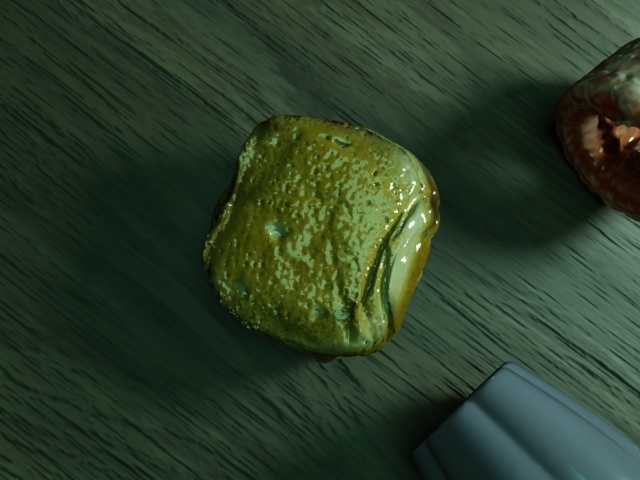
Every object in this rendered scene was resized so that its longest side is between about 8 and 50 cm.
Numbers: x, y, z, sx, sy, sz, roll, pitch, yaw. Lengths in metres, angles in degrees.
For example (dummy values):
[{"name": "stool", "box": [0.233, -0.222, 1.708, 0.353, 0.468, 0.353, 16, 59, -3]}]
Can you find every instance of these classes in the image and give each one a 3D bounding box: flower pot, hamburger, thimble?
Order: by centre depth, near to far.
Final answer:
[{"name": "flower pot", "box": [0.255, 0.302, 0.952, 0.265, 0.265, 0.243, -43, 73, -10]}, {"name": "hamburger", "box": [-0.001, -0.007, 1.001, 0.284, 0.174, 0.305, 24, 79, 1]}, {"name": "thimble", "box": [0.451, -0.149, 1.040, 0.162, 0.239, 0.239, -33, 85, -9]}]
